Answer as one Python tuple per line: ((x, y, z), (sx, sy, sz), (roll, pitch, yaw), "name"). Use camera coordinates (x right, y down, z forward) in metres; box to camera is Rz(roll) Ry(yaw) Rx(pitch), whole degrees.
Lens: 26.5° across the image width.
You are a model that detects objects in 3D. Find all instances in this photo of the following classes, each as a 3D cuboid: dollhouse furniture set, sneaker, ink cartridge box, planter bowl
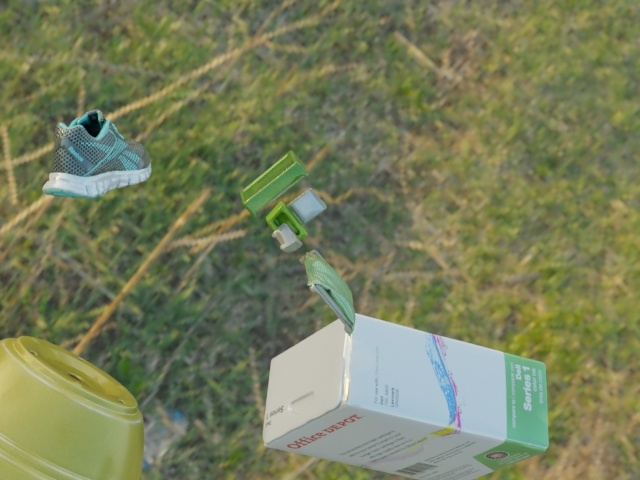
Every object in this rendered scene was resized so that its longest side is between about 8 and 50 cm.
((0.000, 0.000, 1.154), (0.152, 0.058, 0.076), (51, 7, -20), "dollhouse furniture set")
((-0.207, -0.088, 1.296), (0.064, 0.076, 0.166), (6, 13, 14), "sneaker")
((0.099, 0.194, 1.614), (0.278, 0.201, 0.117), (16, 61, -25), "ink cartridge box")
((-0.194, 0.130, 0.966), (0.217, 0.090, 0.217), (31, 2, -1), "planter bowl")
